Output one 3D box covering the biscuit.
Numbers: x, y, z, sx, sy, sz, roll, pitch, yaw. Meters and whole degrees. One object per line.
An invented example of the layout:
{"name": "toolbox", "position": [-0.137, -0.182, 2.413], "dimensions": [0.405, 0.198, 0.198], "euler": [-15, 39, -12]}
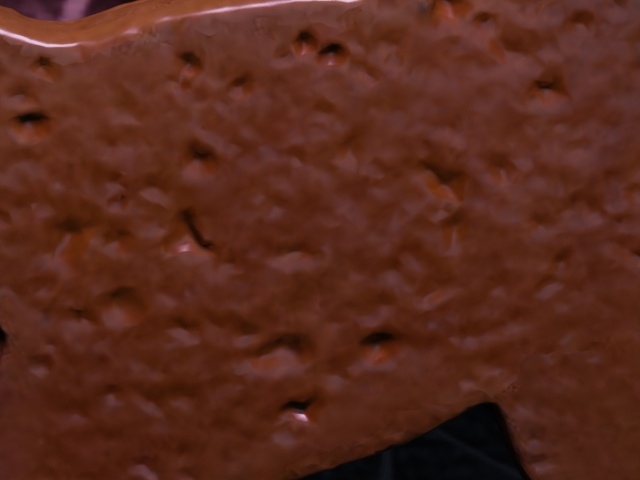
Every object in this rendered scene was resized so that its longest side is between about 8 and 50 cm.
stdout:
{"name": "biscuit", "position": [0.000, 0.000, 0.894], "dimensions": [0.394, 0.076, 0.368], "euler": [-19, 114, 5]}
